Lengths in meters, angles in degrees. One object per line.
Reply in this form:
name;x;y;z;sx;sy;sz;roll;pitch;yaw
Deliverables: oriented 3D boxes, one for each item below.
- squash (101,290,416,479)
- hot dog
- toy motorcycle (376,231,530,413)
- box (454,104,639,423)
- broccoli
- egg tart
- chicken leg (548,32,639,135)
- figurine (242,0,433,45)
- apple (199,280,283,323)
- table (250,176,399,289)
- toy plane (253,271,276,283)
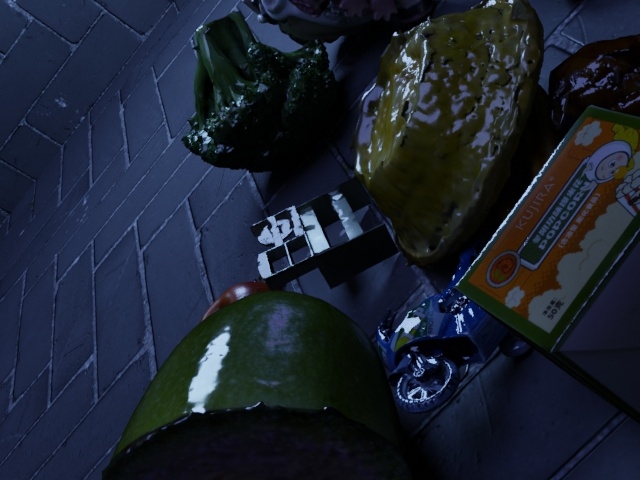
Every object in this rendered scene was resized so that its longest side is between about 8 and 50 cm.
squash;-0.069;0.175;0.890;0.310;0.310;0.308;-43;29;22
hot dog;0.238;-0.100;0.949;0.100;0.068;0.249;-50;24;36
toy motorcycle;0.140;0.078;0.864;0.254;0.092;0.136;-45;26;-27
box;0.251;0.025;0.682;0.195;0.178;0.148;-54;28;2
broccoli;-0.111;-0.259;1.454;0.308;0.275;0.308;-25;13;6
egg tart;0.132;-0.140;0.987;0.345;0.133;0.345;-164;90;-75
chicken leg;0.367;-0.168;0.821;0.304;0.093;0.113;-9;70;43
figurine;0.029;-0.457;1.466;0.361;0.253;0.210;18;95;66
apple;-0.090;0.134;1.114;0.163;0.139;0.163;-40;21;18
table;0.000;0.000;1.146;0.175;0.062;0.146;-27;32;3
toy plane;-0.079;0.076;1.280;0.049;0.031;0.120;-54;26;13
